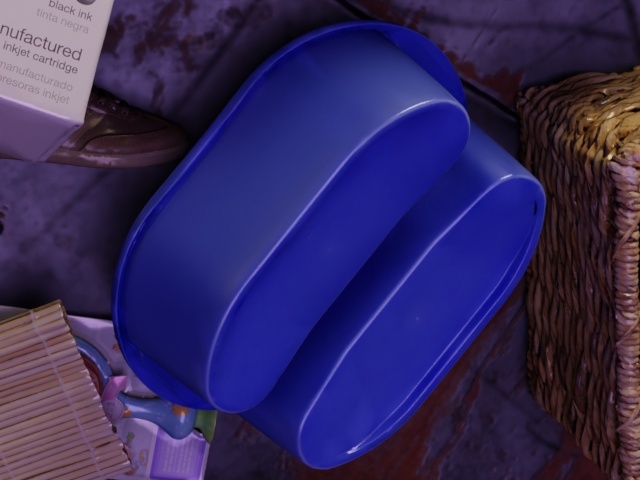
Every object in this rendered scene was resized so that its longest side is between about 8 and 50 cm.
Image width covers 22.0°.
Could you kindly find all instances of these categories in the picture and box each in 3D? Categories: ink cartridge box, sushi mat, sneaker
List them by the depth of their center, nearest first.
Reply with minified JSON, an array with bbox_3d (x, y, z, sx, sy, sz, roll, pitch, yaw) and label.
[{"bbox_3d":[-0.228,-0.215,1.073,0.198,0.115,0.273,18,73,-19],"label":"ink cartridge box"},{"bbox_3d":[-0.187,-0.095,1.211,0.188,0.066,0.071,2,106,-15],"label":"sneaker"},{"bbox_3d":[-0.313,0.163,1.253,0.316,0.019,0.151,-20,112,6],"label":"sushi mat"}]

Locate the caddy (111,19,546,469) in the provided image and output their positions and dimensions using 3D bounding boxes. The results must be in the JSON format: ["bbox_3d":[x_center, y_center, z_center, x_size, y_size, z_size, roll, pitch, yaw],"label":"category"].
[{"bbox_3d":[0.000,0.000,1.233,0.341,0.179,0.241,-51,133,0],"label":"caddy"}]

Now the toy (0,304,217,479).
[{"bbox_3d":[-0.194,0.129,1.288,0.237,0.056,0.137,7,105,-16],"label":"toy"}]

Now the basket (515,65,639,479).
[{"bbox_3d":[0.289,0.026,1.286,0.213,0.223,0.299,-8,109,-11],"label":"basket"}]
